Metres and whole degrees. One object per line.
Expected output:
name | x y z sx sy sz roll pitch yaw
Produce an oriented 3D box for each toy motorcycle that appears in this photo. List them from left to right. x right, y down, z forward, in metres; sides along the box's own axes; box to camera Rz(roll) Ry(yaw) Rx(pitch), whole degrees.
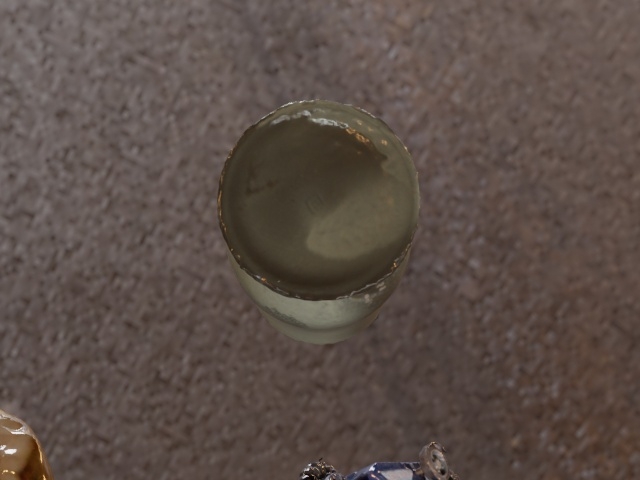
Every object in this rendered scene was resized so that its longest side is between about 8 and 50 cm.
toy motorcycle | 0.054 0.195 1.177 0.205 0.076 0.114 13 54 -57

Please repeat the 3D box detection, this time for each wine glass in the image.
wine glass | 0.000 0.000 1.005 0.103 0.103 0.231 35 -8 7

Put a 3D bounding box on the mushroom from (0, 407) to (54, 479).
mushroom | -0.331 0.200 0.983 0.407 0.137 0.154 -14 87 -35
